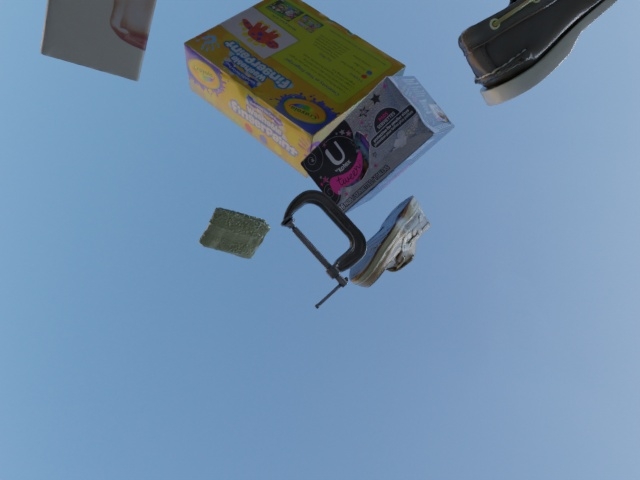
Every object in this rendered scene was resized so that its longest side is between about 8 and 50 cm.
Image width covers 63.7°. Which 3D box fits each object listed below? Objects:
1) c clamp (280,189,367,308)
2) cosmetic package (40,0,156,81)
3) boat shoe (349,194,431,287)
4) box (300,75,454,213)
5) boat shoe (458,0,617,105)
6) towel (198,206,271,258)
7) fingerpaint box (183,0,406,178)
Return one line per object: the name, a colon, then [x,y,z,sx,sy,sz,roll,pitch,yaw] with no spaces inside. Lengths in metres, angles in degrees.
c clamp: [0.000,0.000,0.772,0.137,0.022,0.161,-32,-101,-27]
cosmetic package: [-0.272,-0.387,0.681,0.296,0.129,0.153,-64,-150,27]
boat shoe: [0.161,0.014,1.097,0.098,0.302,0.109,48,-48,-6]
box: [0.110,-0.190,1.018,0.247,0.163,0.142,-42,-96,32]
boat shoe: [0.270,-0.281,0.599,0.305,0.109,0.091,-46,-73,-21]
towel: [-0.196,-0.015,1.194,0.110,0.148,0.027,-60,-143,15]
fingerpaint box: [-0.070,-0.429,1.369,0.444,0.163,0.371,38,-119,17]
